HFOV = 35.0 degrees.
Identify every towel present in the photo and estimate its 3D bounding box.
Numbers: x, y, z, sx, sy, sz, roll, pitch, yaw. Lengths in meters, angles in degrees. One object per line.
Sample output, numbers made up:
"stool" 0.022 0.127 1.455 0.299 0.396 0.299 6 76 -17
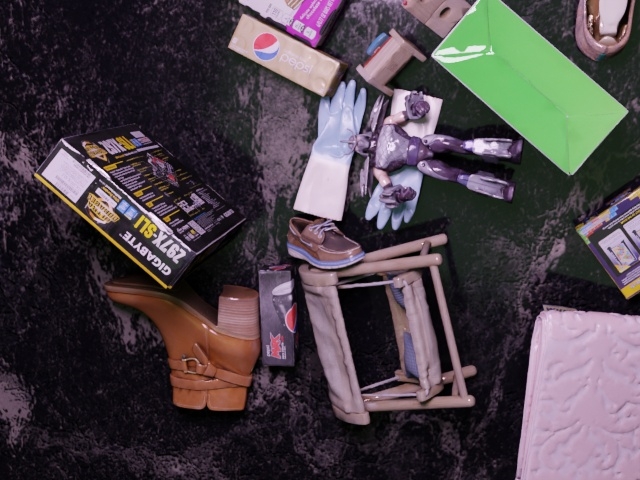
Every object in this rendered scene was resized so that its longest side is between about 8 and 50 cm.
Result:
"towel" 0.478 0.268 1.614 0.331 0.053 0.317 3 103 -14

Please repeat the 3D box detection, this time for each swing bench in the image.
"swing bench" 0.103 0.147 1.648 0.254 0.165 0.253 -12 100 12

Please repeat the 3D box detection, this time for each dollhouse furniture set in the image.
"dollhouse furniture set" 0.103 -0.345 1.539 0.184 0.129 0.129 -47 58 16

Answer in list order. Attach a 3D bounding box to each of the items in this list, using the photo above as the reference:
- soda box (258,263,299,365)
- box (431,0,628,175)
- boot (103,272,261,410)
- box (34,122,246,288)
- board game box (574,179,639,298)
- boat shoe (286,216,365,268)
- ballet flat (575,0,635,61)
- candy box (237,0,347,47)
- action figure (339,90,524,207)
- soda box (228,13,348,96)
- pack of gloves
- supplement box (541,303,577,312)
"soda box" -0.070 0.127 1.731 0.060 0.053 0.169 0 102 10
"box" 0.301 -0.234 1.500 0.262 0.231 0.127 41 104 0
"boot" -0.243 0.176 1.757 0.283 0.109 0.220 8 107 1
"box" -0.266 -0.065 1.587 0.257 0.322 0.079 39 104 0
"board game box" 0.514 -0.013 1.604 0.170 0.048 0.141 -36 96 14
"boat shoe" 0.000 0.000 1.638 0.183 0.066 0.066 11 119 50
"ballet flat" 0.437 -0.425 1.502 0.107 0.106 0.316 0 101 10
"candy box" -0.064 -0.433 1.604 0.233 0.071 0.159 31 105 3
"action figure" 0.169 -0.136 1.582 0.285 0.099 0.185 11 100 11
"soda box" -0.052 -0.296 1.627 0.181 0.058 0.061 29 104 11
"pack of gloves" 0.078 -0.139 1.665 0.195 0.046 0.232 14 94 8
"supplement box" 0.384 0.155 1.642 0.056 0.083 0.083 7 102 7
